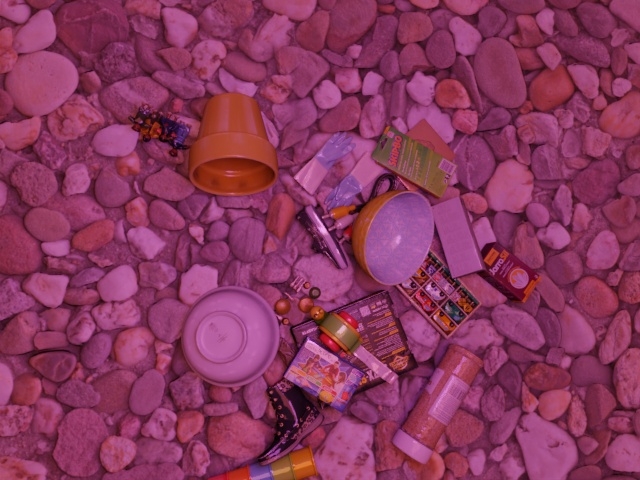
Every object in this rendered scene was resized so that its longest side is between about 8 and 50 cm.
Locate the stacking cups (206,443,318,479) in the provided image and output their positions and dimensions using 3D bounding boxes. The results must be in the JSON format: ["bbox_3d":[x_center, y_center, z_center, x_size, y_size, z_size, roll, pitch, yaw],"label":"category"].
[{"bbox_3d":[-0.168,0.683,1.580,0.317,0.096,0.095,-15,87,-8],"label":"stacking cups"}]

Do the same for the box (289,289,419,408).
[{"bbox_3d":[0.101,0.324,1.659,0.322,0.079,0.256,-22,89,-9],"label":"box"}]

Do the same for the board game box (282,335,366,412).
[{"bbox_3d":[0.011,0.386,1.585,0.201,0.035,0.136,33,81,-3],"label":"board game box"}]

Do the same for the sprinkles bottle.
[{"bbox_3d":[0.357,0.490,1.655,0.121,0.121,0.355,34,81,-3],"label":"sprinkles bottle"}]

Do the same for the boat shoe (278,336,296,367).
[{"bbox_3d":[-0.092,0.348,1.646,0.050,0.045,0.135,-30,86,-5],"label":"boat shoe"}]

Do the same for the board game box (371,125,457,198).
[{"bbox_3d":[0.295,-0.248,1.738,0.260,0.039,0.124,30,81,-7],"label":"board game box"}]

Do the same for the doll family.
[{"bbox_3d":[-0.479,-0.328,1.646,0.193,0.076,0.111,20,78,-8],"label":"doll family"}]

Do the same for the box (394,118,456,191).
[{"bbox_3d":[0.314,-0.272,1.771,0.201,0.021,0.164,-40,91,-9],"label":"box"}]

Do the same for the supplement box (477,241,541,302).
[{"bbox_3d":[0.587,0.101,1.742,0.188,0.081,0.104,38,81,-2],"label":"supplement box"}]

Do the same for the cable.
[{"bbox_3d":[0.145,-0.093,1.706,0.287,0.072,0.139,-35,101,-10],"label":"cable"}]

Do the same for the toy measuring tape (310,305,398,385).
[{"bbox_3d":[0.100,0.302,1.566,0.330,0.121,0.121,42,81,-2],"label":"toy measuring tape"}]

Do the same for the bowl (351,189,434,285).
[{"bbox_3d":[0.188,-0.024,1.640,0.290,0.156,0.289,-15,115,-36],"label":"bowl"}]

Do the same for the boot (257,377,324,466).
[{"bbox_3d":[-0.121,0.516,1.587,0.237,0.085,0.178,-31,86,-34],"label":"boot"}]

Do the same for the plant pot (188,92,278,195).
[{"bbox_3d":[-0.254,-0.287,1.597,0.254,0.254,0.238,-1,70,-8],"label":"plant pot"}]

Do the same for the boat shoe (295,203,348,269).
[{"bbox_3d":[0.000,0.000,1.681,0.076,0.080,0.228,-32,93,11],"label":"boat shoe"}]

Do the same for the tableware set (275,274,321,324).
[{"bbox_3d":[-0.073,0.190,1.677,0.104,0.024,0.154,38,80,-6],"label":"tableware set"}]

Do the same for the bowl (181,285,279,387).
[{"bbox_3d":[-0.269,0.273,1.561,0.298,0.134,0.297,0,82,2],"label":"bowl"}]

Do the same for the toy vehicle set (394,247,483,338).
[{"bbox_3d":[0.362,0.159,1.729,0.166,0.035,0.267,-44,91,-9],"label":"toy vehicle set"}]

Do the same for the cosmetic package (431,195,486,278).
[{"bbox_3d":[0.428,-0.008,1.703,0.099,0.060,0.238,-20,76,26],"label":"cosmetic package"}]

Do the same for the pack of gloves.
[{"bbox_3d":[0.056,-0.213,1.731,0.195,0.046,0.232,44,82,-15],"label":"pack of gloves"}]
